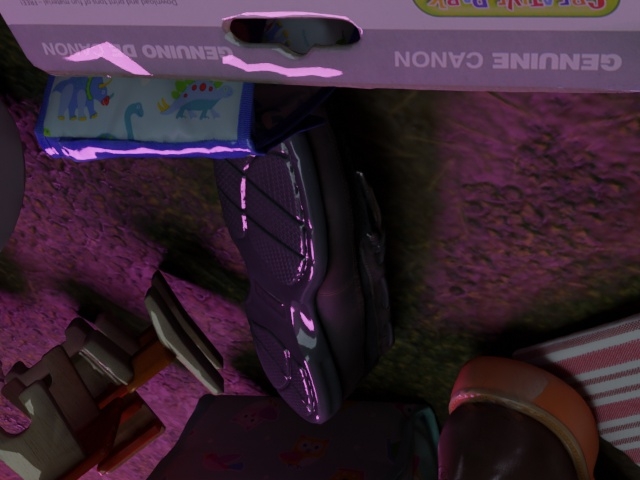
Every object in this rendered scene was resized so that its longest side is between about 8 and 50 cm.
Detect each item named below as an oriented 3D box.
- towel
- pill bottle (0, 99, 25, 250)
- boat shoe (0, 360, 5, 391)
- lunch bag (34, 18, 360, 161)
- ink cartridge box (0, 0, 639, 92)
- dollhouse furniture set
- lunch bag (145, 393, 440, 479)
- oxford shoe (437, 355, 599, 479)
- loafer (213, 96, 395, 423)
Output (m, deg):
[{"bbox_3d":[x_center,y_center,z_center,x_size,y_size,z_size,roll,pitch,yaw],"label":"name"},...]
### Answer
[{"bbox_3d":[0.244,0.114,0.784,0.197,0.029,0.144,38,147,-17],"label":"towel"},{"bbox_3d":[-0.364,-0.057,0.816,0.283,0.161,0.161,7,142,25],"label":"pill bottle"},{"bbox_3d":[-0.370,0.036,1.015,0.267,0.088,0.096,45,166,-17],"label":"boat shoe"},{"bbox_3d":[-0.058,-0.098,0.574,0.129,0.151,0.096,2,139,30],"label":"lunch bag"},{"bbox_3d":[-0.019,-0.198,0.427,0.309,0.130,0.272,7,140,26],"label":"ink cartridge box"},{"bbox_3d":[-0.194,0.155,0.926,0.135,0.262,0.259,53,180,-9],"label":"dollhouse furniture set"},{"bbox_3d":[0.002,0.270,0.986,0.223,0.160,0.262,-2,122,25],"label":"lunch bag"},{"bbox_3d":[0.164,0.239,0.879,0.130,0.133,0.363,5,143,36],"label":"oxford shoe"},{"bbox_3d":[0.000,0.000,0.749,0.109,0.095,0.302,42,152,33],"label":"loafer"}]
